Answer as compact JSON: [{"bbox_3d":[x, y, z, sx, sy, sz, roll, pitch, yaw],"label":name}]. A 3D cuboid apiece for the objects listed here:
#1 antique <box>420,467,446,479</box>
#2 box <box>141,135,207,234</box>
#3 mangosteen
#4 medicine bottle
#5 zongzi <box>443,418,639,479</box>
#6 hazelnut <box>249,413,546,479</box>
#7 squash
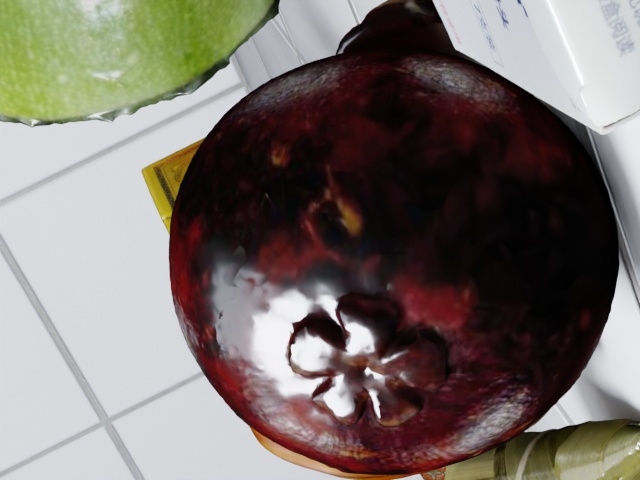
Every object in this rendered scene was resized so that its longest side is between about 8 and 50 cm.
[{"bbox_3d":[0.124,0.172,1.471,0.104,0.104,0.104,63,177,6],"label":"antique"},{"bbox_3d":[0.000,0.000,1.200,0.084,0.193,0.301,66,176,-33],"label":"box"},{"bbox_3d":[0.032,0.004,0.748,0.209,0.210,0.210,63,177,6],"label":"mangosteen"},{"bbox_3d":[0.047,-0.146,0.551,0.201,0.052,0.171,63,177,-21],"label":"medicine bottle"},{"bbox_3d":[0.176,0.155,0.970,0.160,0.176,0.078,28,-124,-30],"label":"zongzi"},{"bbox_3d":[0.046,0.047,0.946,0.214,0.214,0.176,-128,43,-75],"label":"hazelnut"},{"bbox_3d":[-0.193,-0.284,1.156,0.309,0.310,0.310,72,171,-56],"label":"squash"}]
